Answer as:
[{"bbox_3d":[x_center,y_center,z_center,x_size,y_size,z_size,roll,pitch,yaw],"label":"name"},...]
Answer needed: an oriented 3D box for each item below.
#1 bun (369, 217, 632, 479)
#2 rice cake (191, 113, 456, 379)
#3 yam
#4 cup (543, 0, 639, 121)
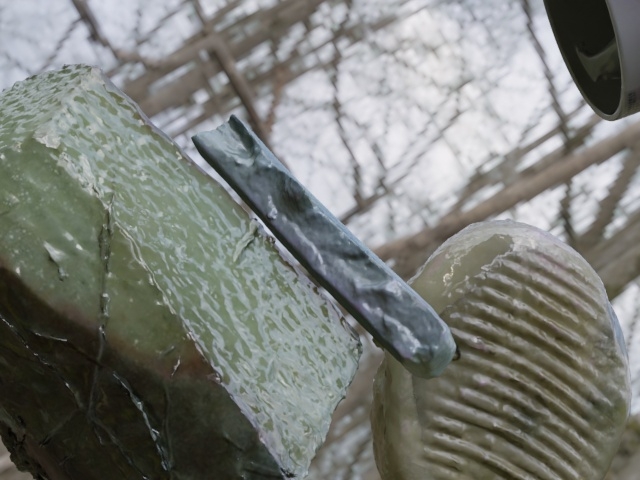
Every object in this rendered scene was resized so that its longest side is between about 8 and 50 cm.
[{"bbox_3d":[0.120,0.104,1.194,0.116,0.210,0.237,20,-87,60],"label":"bun"},{"bbox_3d":[0.000,0.000,0.837,0.180,0.030,0.042,45,-8,25],"label":"rice cake"},{"bbox_3d":[-0.136,0.042,0.988,0.201,0.202,0.271,-30,-77,32],"label":"yam"},{"bbox_3d":[0.213,-0.155,0.995,0.173,0.142,0.134,174,-103,-85],"label":"cup"}]
